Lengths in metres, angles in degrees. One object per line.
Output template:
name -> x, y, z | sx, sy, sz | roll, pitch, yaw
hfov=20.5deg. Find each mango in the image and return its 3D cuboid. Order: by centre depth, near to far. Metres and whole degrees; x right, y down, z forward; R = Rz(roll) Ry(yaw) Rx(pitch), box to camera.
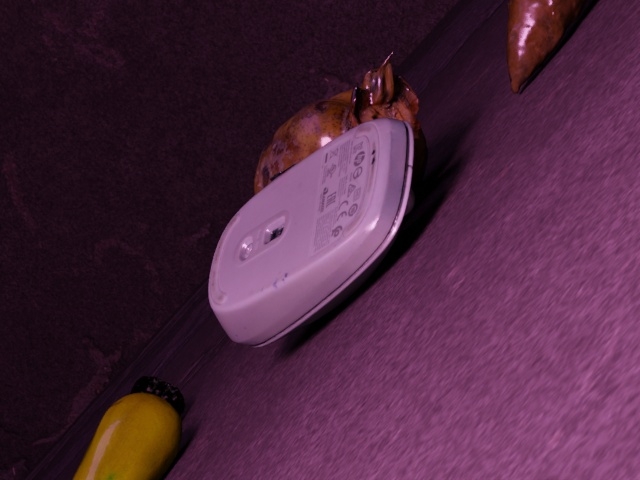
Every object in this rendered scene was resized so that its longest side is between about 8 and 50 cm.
mango -> -0.208, 0.230, 1.837 | 0.163, 0.089, 0.117 | -53, 6, -29

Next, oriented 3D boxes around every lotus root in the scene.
lotus root -> 0.031, -0.081, 1.753 | 0.154, 0.154, 0.278 | -52, 4, -34

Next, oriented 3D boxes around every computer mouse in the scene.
computer mouse -> 0.004, 0.003, 1.633 | 0.288, 0.097, 0.159 | -31, 38, 41

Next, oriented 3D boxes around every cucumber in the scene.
cucumber -> -0.231, 0.250, 1.996 | 0.072, 0.072, 0.300 | -46, 6, 31

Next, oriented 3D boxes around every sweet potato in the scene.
sweet potato -> 0.268, -0.325, 1.731 | 0.130, 0.130, 0.423 | -42, 16, 56
